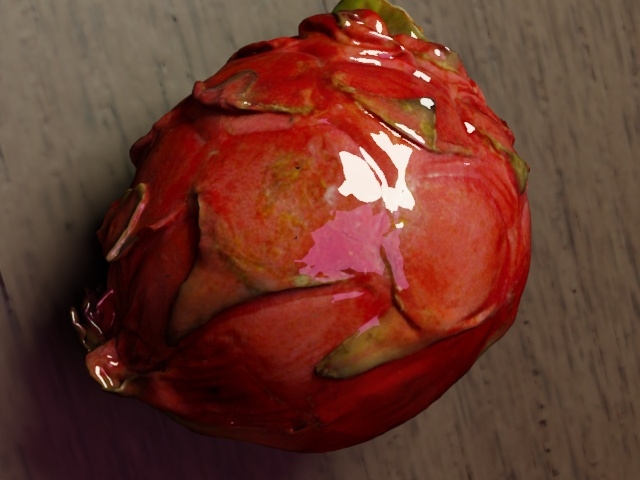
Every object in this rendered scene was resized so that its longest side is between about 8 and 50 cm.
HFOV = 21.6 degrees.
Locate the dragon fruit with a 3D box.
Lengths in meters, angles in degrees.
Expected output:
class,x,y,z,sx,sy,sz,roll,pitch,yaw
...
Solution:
class,x,y,z,sx,sy,sz,roll,pitch,yaw
dragon fruit,0.000,0.000,0.705,0.172,0.172,0.209,42,85,-23
